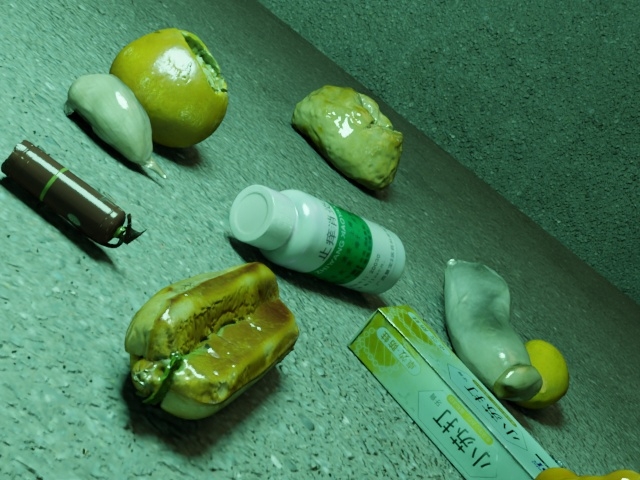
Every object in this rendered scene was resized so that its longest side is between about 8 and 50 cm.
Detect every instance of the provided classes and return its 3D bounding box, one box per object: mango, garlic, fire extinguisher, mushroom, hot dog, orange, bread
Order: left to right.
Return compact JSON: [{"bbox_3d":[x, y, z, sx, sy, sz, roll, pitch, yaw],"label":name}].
[{"bbox_3d":[-0.212,-0.033,0.762,0.132,0.056,0.039,37,42,-2],"label":"fire extinguisher"},{"bbox_3d":[-0.226,-0.141,0.989,0.152,0.066,0.084,46,15,27],"label":"garlic"},{"bbox_3d":[-0.186,-0.191,1.101,0.155,0.134,0.154,29,21,-13],"label":"orange"},{"bbox_3d":[-0.089,0.078,0.711,0.104,0.076,0.250,60,20,-1],"label":"hot dog"},{"bbox_3d":[0.063,-0.212,1.726,0.244,0.134,0.244,40,14,-12],"label":"bread"},{"bbox_3d":[0.236,0.123,1.293,0.109,0.097,0.351,16,24,-9],"label":"mushroom"},{"bbox_3d":[0.318,0.198,1.304,0.098,0.075,0.190,25,18,16],"label":"mango"}]

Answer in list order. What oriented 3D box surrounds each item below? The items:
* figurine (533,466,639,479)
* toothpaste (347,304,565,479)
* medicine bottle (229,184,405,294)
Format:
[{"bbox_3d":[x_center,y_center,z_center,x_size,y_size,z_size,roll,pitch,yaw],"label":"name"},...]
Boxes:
[{"bbox_3d":[0.099,0.249,0.526,0.382,0.205,0.224,11,30,-22],"label":"figurine"},{"bbox_3d":[0.161,0.202,0.954,0.313,0.071,0.089,48,21,23],"label":"toothpaste"},{"bbox_3d":[0.000,0.000,1.080,0.260,0.095,0.095,19,26,-49],"label":"medicine bottle"}]
